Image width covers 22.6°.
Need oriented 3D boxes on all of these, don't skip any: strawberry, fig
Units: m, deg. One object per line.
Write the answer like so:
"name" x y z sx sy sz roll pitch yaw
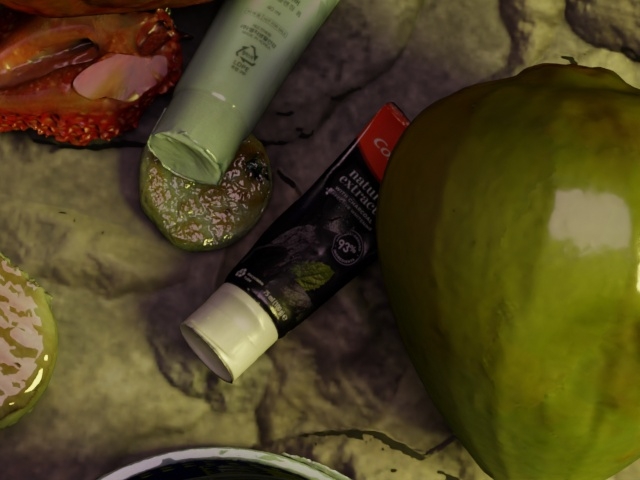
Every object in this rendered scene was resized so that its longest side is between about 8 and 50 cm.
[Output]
"strawberry" -0.148 -0.105 0.927 0.152 0.048 0.104 -20 77 -14
"fig" 0.137 0.020 0.853 0.207 0.207 0.230 -18 86 -10

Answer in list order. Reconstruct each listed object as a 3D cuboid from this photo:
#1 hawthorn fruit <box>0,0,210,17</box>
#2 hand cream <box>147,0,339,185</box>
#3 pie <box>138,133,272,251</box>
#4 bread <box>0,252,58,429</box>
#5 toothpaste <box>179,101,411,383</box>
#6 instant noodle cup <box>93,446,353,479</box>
"hawthorn fruit" -0.121 -0.218 0.855 0.261 0.224 0.224 -38 84 -25
"hand cream" -0.035 -0.124 0.940 0.078 0.050 0.205 30 62 -4
"pie" -0.068 -0.033 0.936 0.085 0.017 0.085 2 78 -10
"bread" -0.296 0.032 0.873 0.286 0.056 0.207 42 73 3
"toothpaste" 0.000 0.000 0.927 0.193 0.045 0.071 -42 86 -19
"instant noodle cup" -0.035 0.219 0.733 0.284 0.312 0.284 2 78 -7
